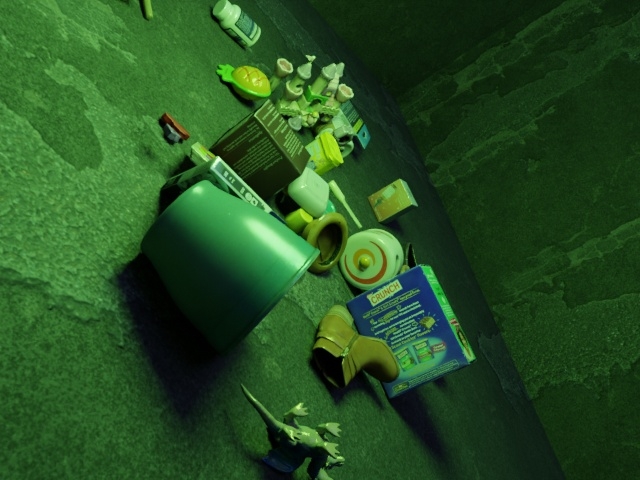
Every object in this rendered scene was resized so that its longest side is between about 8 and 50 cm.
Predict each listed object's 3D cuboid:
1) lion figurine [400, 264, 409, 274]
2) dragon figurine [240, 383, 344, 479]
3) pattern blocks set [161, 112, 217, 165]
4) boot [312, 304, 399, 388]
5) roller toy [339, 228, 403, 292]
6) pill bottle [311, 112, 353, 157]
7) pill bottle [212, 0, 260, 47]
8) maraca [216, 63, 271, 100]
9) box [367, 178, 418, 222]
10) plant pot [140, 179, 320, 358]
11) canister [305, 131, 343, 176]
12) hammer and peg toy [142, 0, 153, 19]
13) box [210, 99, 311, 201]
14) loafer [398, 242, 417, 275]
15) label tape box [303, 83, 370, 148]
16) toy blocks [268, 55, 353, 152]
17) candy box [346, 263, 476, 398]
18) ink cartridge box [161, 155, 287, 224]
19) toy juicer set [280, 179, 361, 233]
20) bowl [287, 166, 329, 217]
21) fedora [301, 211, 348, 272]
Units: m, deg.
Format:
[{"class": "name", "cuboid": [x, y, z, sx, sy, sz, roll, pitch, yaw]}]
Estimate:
[{"class": "lion figurine", "cuboid": [0.348, 0.274, 1.968, 0.392, 0.142, 0.240, 44, 32, -1]}, {"class": "dragon figurine", "cuboid": [-0.058, 0.390, 1.026, 0.289, 0.144, 0.085, 29, 34, -17]}, {"class": "pattern blocks set", "cuboid": [-0.241, -0.164, 1.262, 0.325, 0.026, 0.285, 43, 6, -30]}, {"class": "boot", "cuboid": [0.095, 0.315, 1.392, 0.283, 0.109, 0.220, 53, 23, -9]}, {"class": "roller toy", "cuboid": [0.163, 0.059, 1.732, 0.209, 0.191, 0.146, 62, 24, 5]}, {"class": "pill bottle", "cuboid": [0.036, -0.451, 2.161, 0.131, 0.131, 0.229, 17, 47, -58]}, {"class": "pill bottle", "cuboid": [-0.304, -0.786, 1.917, 0.169, 0.094, 0.094, 32, 35, -48]}, {"class": "maraca", "cuboid": [-0.246, -0.517, 1.721, 0.185, 0.099, 0.127, 21, 35, -17]}, {"class": "box", "cuboid": [0.319, -0.170, 2.348, 0.091, 0.170, 0.130, 8, 55, -63]}, {"class": "plant pot", "cuboid": [-0.185, 0.036, 1.004, 0.255, 0.272, 0.272, 42, 24, -2]}, {"class": "canister", "cuboid": [-0.022, -0.267, 1.775, 0.073, 0.170, 0.126, 29, 38, -50]}, {"class": "hammer and peg toy", "cuboid": [-0.532, -0.753, 1.371, 0.361, 0.127, 0.266, -1, 63, -64]}, {"class": "box", "cuboid": [-0.160, -0.244, 1.469, 0.203, 0.168, 0.167, 52, 24, -18]}, {"class": "loafer", "cuboid": [0.369, 0.141, 2.176, 0.109, 0.095, 0.303, 30, 37, -49]}, {"class": "label tape box", "cuboid": [0.087, -0.571, 2.438, 0.348, 0.115, 0.249, 56, 23, -14]}, {"class": "toy blocks", "cuboid": [0.004, -0.532, 1.930, 0.288, 0.260, 0.309, 1, 60, -38]}, {"class": "candy box", "cuboid": [0.269, 0.270, 1.600, 0.122, 0.268, 0.317, 10, 53, -65]}, {"class": "ink cartridge box", "cuboid": [-0.208, -0.071, 1.132, 0.208, 0.206, 0.045, 44, 55, -28]}, {"class": "toy juicer set", "cuboid": [-0.017, -0.120, 1.709, 0.329, 0.089, 0.209, 0, 63, -52]}, {"class": "bowl", "cuboid": [-0.026, -0.153, 1.595, 0.142, 0.053, 0.142, 40, 35, -26]}, {"class": "fedora", "cuboid": [0.000, 0.000, 1.570, 0.079, 0.194, 0.194, 27, 0, 39]}]
